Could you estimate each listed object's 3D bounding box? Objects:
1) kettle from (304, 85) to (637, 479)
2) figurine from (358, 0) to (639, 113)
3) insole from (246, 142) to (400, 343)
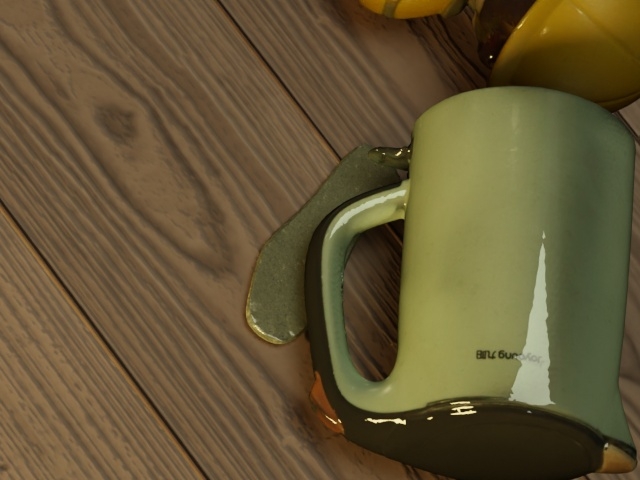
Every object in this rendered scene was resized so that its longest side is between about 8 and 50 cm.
[{"bbox_3d":[0.107,0.038,1.396,0.240,0.165,0.255,5,65,3],"label":"kettle"},{"bbox_3d":[0.150,-0.185,1.518,0.257,0.192,0.167,15,85,9],"label":"figurine"},{"bbox_3d":[0.000,0.000,1.441,0.063,0.010,0.192,38,55,-4],"label":"insole"}]
